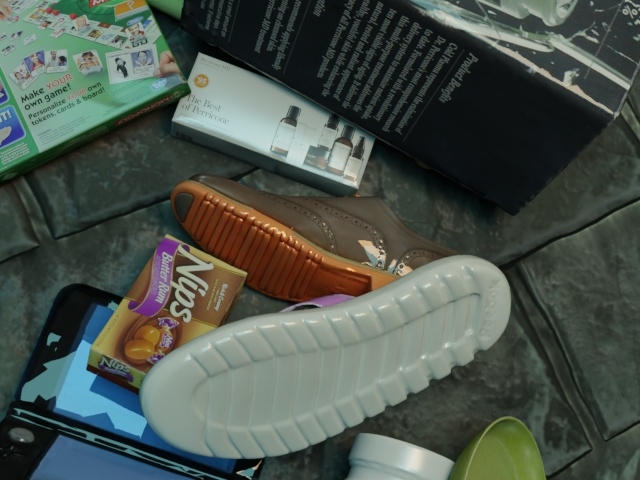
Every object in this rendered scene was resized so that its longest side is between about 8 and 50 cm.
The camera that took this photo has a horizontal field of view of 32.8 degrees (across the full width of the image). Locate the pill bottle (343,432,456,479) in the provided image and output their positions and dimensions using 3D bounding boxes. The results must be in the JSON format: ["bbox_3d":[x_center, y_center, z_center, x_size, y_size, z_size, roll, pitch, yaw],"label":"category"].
[{"bbox_3d":[0.055,0.352,1.174,0.153,0.153,0.264,22,74,-3],"label":"pill bottle"}]

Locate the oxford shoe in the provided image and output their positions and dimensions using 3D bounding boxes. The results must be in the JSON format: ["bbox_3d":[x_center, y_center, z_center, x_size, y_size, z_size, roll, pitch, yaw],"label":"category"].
[{"bbox_3d":[0.000,0.000,1.288,0.364,0.130,0.132,26,56,-8],"label":"oxford shoe"}]

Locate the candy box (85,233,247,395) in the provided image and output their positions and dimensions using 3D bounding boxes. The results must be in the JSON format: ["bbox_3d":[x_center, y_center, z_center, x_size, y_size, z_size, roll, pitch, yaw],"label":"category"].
[{"bbox_3d":[-0.169,0.089,1.221,0.109,0.053,0.186,26,49,3],"label":"candy box"}]

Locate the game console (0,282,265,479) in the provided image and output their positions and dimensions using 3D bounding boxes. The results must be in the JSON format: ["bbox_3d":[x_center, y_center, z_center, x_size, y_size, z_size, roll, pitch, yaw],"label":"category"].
[{"bbox_3d":[-0.193,0.192,1.176,0.293,0.250,0.173,19,100,-3],"label":"game console"}]

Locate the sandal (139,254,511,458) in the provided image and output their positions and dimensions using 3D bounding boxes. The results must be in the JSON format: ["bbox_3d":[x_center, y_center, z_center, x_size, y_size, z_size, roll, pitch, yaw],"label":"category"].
[{"bbox_3d":[0.008,0.122,1.179,0.416,0.102,0.169,-15,116,-14],"label":"sandal"}]

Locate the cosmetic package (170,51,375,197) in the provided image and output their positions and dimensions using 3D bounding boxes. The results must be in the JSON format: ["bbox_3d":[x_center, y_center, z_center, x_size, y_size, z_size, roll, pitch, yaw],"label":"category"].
[{"bbox_3d":[-0.055,-0.139,1.333,0.239,0.060,0.098,19,73,-3],"label":"cosmetic package"}]

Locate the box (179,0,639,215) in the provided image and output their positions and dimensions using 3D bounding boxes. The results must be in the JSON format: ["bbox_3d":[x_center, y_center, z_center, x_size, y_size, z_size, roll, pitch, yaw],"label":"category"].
[{"bbox_3d":[0.163,-0.371,1.269,0.472,0.297,0.479,30,68,-2],"label":"box"}]

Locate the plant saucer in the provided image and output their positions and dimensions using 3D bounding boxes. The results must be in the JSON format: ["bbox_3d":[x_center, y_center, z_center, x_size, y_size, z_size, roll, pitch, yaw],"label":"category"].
[{"bbox_3d":[0.190,0.314,1.196,0.037,0.241,0.240,-3,72,33],"label":"plant saucer"}]

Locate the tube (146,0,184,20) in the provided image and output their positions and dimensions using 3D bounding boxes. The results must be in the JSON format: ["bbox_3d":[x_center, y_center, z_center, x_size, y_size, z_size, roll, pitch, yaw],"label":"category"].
[{"bbox_3d":[-0.116,-0.285,1.364,0.240,0.062,0.070,25,115,-7],"label":"tube"}]

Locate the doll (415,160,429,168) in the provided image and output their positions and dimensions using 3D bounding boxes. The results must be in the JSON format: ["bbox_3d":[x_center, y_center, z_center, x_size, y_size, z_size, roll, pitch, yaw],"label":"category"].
[{"bbox_3d":[0.194,-0.147,1.378,0.189,0.046,0.129,-33,82,-18],"label":"doll"}]

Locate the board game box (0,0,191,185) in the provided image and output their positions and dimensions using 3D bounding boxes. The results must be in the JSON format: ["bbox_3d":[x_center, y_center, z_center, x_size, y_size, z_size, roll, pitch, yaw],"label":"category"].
[{"bbox_3d":[-0.341,-0.202,1.284,0.317,0.046,0.213,-26,79,-3],"label":"board game box"}]
